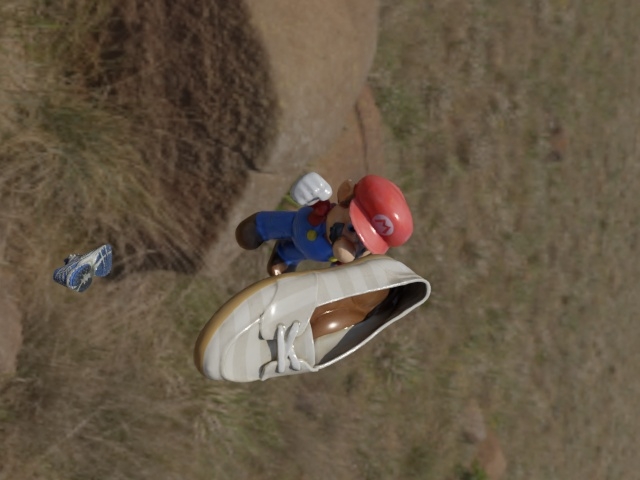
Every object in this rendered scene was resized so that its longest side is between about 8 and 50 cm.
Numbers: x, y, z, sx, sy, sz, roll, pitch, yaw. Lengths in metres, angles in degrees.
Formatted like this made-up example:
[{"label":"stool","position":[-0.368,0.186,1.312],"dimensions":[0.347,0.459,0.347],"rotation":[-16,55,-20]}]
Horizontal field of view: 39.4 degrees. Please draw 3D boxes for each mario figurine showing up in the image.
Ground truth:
[{"label":"mario figurine","position":[0.000,0.000,1.367],"dimensions":[0.198,0.320,0.170],"rotation":[8,74,-42]}]

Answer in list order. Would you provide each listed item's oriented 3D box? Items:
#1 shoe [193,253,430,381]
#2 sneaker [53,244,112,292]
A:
[{"label":"shoe","position":[-0.002,0.063,0.736],"dimensions":[0.219,0.058,0.076],"rotation":[-21,119,-33]},{"label":"sneaker","position":[-0.380,0.037,1.432],"dimensions":[0.135,0.058,0.052],"rotation":[-48,145,-67]}]
